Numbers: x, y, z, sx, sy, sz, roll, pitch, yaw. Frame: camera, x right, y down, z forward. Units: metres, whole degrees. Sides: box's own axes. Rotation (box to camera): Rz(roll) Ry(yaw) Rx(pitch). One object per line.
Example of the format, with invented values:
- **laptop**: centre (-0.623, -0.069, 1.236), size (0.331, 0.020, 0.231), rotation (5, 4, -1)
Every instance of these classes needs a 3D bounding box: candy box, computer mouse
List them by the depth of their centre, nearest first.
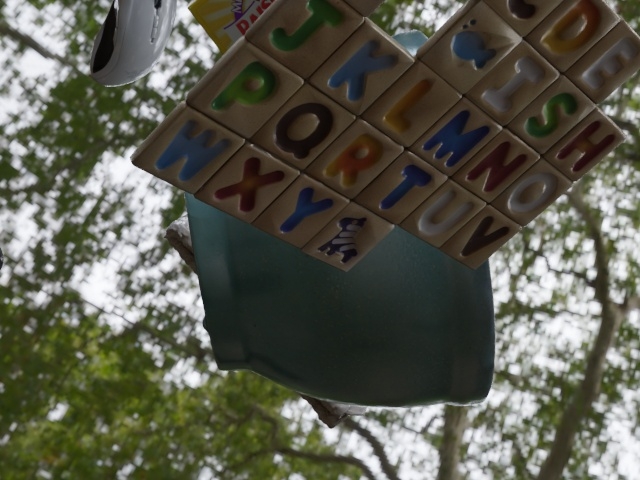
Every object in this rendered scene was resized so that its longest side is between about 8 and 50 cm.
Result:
- **computer mouse**: centre (-0.160, -0.221, 0.987), size (0.042, 0.106, 0.193), rotation (43, -57, 28)
- **candy box**: centre (-0.031, -0.268, 1.116), size (0.206, 0.027, 0.105), rotation (-34, -77, 14)

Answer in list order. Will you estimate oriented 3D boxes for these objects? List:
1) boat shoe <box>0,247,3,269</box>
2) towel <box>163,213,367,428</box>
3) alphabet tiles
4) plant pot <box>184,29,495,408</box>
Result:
- **boat shoe**: centre (-0.469, 0.008, 1.402), size (0.076, 0.080, 0.228), rotation (8, 1, -27)
- **towel**: centre (-0.015, 0.049, 1.116), size (0.282, 0.187, 0.049), rotation (47, -44, 8)
- **alphabet tiles**: centre (0.056, -0.060, 0.523), size (0.198, 0.009, 0.237), rotation (-43, -43, 19)
- **plant pot**: centre (0.000, 0.000, 0.809), size (0.196, 0.293, 0.293), rotation (-11, -39, -4)
